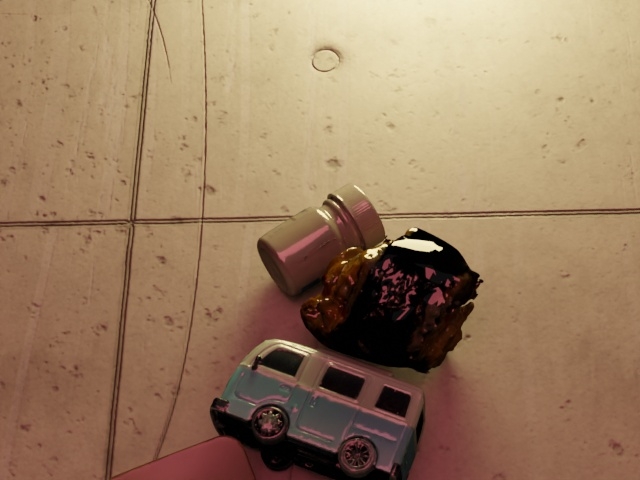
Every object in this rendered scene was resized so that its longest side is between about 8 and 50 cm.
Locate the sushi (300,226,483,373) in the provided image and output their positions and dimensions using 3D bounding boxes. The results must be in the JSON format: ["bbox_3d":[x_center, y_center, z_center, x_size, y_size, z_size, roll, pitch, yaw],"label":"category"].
[{"bbox_3d":[0.099,0.081,2.010,0.204,0.200,0.213,35,88,22],"label":"sushi"}]

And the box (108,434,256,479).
[{"bbox_3d":[-0.177,0.364,1.925,0.201,0.090,0.144,-21,60,-8],"label":"box"}]

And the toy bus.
[{"bbox_3d":[0.003,0.235,1.961,0.271,0.133,0.165,18,65,14],"label":"toy bus"}]

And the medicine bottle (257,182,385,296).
[{"bbox_3d":[0.000,0.000,2.116,0.168,0.105,0.105,-32,63,-13],"label":"medicine bottle"}]
